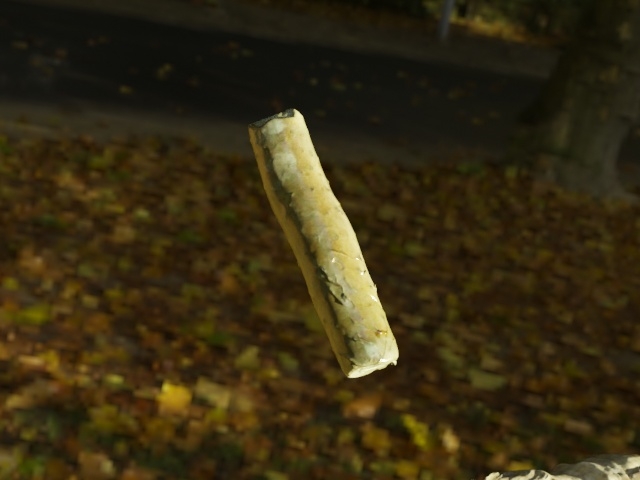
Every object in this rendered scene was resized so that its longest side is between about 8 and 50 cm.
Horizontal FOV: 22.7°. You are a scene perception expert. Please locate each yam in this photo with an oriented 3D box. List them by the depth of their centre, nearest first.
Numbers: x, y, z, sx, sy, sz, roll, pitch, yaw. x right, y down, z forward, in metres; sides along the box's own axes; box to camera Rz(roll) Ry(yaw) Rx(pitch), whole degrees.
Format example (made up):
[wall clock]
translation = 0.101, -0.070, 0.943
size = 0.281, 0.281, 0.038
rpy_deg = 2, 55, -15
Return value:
[yam]
translation = 0.000, 0.000, 1.676
size = 0.071, 0.317, 0.067
rpy_deg = -17, -22, -12

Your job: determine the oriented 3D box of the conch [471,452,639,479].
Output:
[conch]
translation = 0.273, 0.325, 1.683
size = 0.291, 0.210, 0.159
rpy_deg = 7, -18, 0
